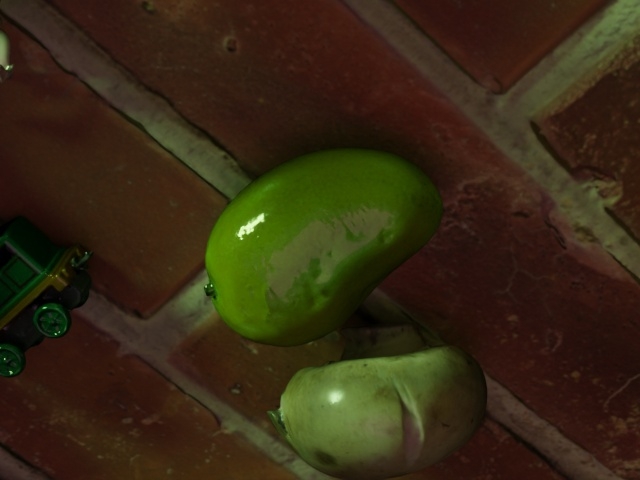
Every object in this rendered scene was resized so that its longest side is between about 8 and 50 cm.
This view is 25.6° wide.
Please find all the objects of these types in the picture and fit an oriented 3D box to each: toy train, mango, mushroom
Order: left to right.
[{"bbox_3d":[-0.351,0.065,1.601,0.228,0.091,0.136,-38,104,21],"label":"toy train"},{"bbox_3d":[-0.008,-0.003,1.528,0.185,0.149,0.273,41,107,-15],"label":"mango"},{"bbox_3d":[0.065,0.186,1.615,0.255,0.255,0.184,-2,87,0],"label":"mushroom"}]

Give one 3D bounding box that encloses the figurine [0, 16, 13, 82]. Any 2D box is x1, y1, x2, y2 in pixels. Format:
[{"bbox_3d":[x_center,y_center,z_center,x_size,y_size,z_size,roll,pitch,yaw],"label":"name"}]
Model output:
[{"bbox_3d":[-0.315,-0.259,1.333,0.316,0.284,0.206,-38,115,-11],"label":"figurine"}]
